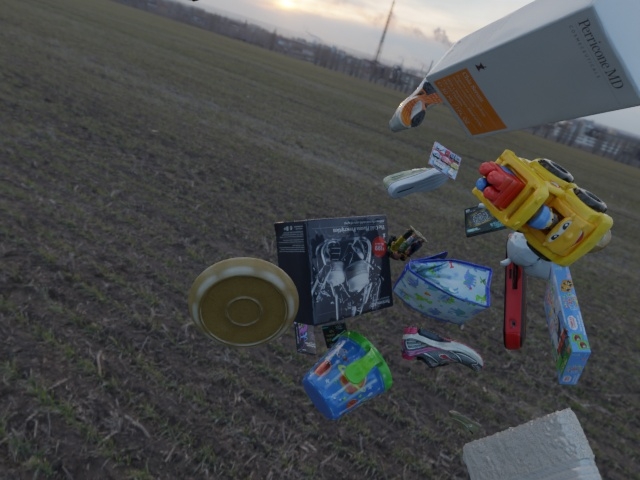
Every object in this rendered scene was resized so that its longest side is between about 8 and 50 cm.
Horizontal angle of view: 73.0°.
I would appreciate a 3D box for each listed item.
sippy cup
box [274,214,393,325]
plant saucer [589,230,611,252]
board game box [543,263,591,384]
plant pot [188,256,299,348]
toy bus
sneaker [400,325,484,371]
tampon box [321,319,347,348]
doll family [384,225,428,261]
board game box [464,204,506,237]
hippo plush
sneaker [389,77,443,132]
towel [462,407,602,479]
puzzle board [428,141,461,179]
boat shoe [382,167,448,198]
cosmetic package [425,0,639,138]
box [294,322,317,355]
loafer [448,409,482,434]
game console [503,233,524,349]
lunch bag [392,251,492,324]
[{"bbox_3d":[0.073,0.450,1.403,0.224,0.305,0.240,-32,40,-25],"label":"sippy cup"},{"bbox_3d":[0.049,0.082,1.393,0.344,0.311,0.179,-7,4,-38],"label":"box"},{"bbox_3d":[0.515,-0.016,0.838,0.083,0.083,0.015,34,-12,35],"label":"plant saucer"},{"bbox_3d":[0.532,0.181,0.945,0.039,0.160,0.211,-2,49,17],"label":"board game box"},{"bbox_3d":[-0.163,0.146,0.924,0.237,0.236,0.032,11,26,-13],"label":"plant pot"},{"bbox_3d":[0.399,-0.074,0.829,0.212,0.149,0.220,13,36,-32],"label":"toy bus"},{"bbox_3d":[0.409,0.387,1.468,0.300,0.111,0.121,20,-16,-7],"label":"sneaker"},{"bbox_3d":[0.074,0.447,2.187,0.121,0.160,0.101,-10,33,4],"label":"tampon box"},{"bbox_3d":[0.235,0.017,1.209,0.076,0.111,0.193,50,13,27],"label":"doll family"},{"bbox_3d":[0.662,-0.090,1.708,0.186,0.126,0.026,-17,-33,41],"label":"board game box"},{"bbox_3d":[0.633,-0.025,1.231,0.294,0.234,0.236,38,42,-3],"label":"hippo plush"},{"bbox_3d":[0.312,-0.444,1.393,0.262,0.099,0.121,-43,14,-22],"label":"sneaker"},{"bbox_3d":[0.366,0.428,0.762,0.049,0.282,0.187,10,49,-22],"label":"towel"},{"bbox_3d":[0.453,-0.289,1.568,0.128,0.096,0.011,26,-19,-19],"label":"puzzle board"},{"bbox_3d":[0.404,-0.262,1.811,0.303,0.109,0.094,-15,54,-20],"label":"boat shoe"},{"bbox_3d":[0.483,-0.393,0.979,0.230,0.161,0.453,45,-14,-20],"label":"cosmetic package"},{"bbox_3d":[-0.068,0.438,1.971,0.116,0.029,0.161,27,48,-48],"label":"box"},{"bbox_3d":[0.517,0.657,1.553,0.148,0.050,0.056,30,-9,-14],"label":"loafer"},{"bbox_3d":[0.690,0.174,1.516,0.060,0.385,0.342,2,-3,27],"label":"game console"},{"bbox_3d":[0.221,0.087,0.809,0.152,0.128,0.096,13,62,2],"label":"lunch bag"}]
